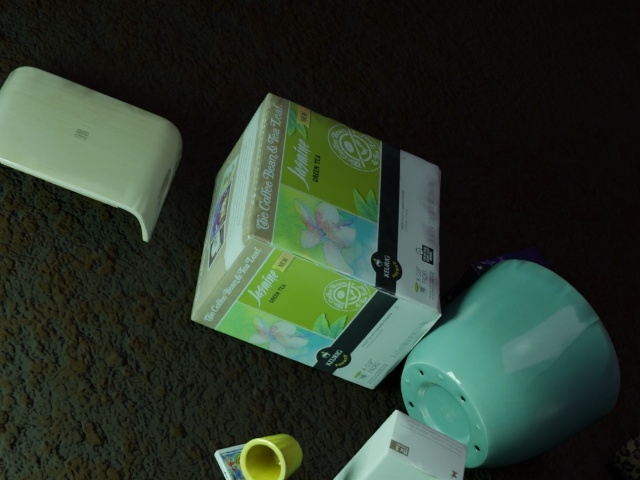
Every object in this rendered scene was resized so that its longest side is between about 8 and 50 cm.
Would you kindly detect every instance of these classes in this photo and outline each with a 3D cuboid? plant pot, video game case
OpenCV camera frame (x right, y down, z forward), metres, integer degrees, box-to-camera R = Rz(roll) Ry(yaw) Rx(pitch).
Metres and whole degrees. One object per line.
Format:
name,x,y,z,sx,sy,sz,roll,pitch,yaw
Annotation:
plant pot,0.266,0.209,1.934,0.235,0.293,0.293,-29,71,-30
video game case,-0.086,0.338,1.761,0.087,0.011,0.122,-7,57,-38

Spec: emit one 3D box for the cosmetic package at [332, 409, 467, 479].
cosmetic package,0.091,0.339,1.714,0.117,0.231,0.085,29,40,-9

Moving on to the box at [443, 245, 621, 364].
box,0.365,0.152,2.187,0.184,0.103,0.261,-16,62,-40

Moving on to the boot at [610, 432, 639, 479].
boot,0.686,0.374,2.050,0.284,0.377,0.138,57,8,30

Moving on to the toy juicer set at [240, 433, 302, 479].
toy juicer set,0.014,0.405,1.603,0.329,0.209,0.089,29,20,23

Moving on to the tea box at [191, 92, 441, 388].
tea box,0.000,0.000,1.978,0.324,0.220,0.329,21,43,-17

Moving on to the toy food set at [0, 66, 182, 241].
toy food set,-0.378,-0.131,1.953,0.306,0.092,0.219,21,43,-6
